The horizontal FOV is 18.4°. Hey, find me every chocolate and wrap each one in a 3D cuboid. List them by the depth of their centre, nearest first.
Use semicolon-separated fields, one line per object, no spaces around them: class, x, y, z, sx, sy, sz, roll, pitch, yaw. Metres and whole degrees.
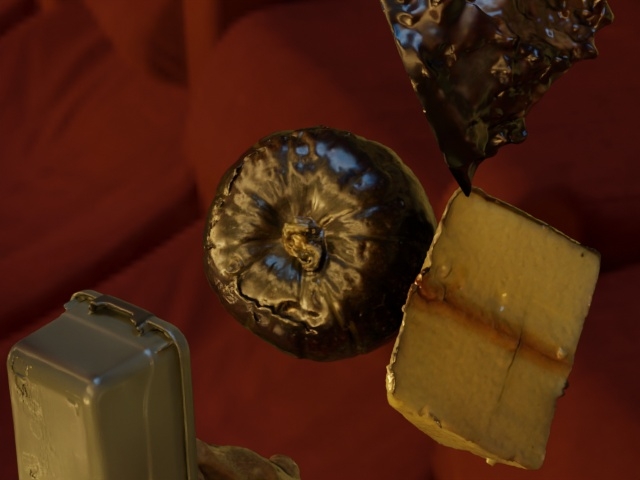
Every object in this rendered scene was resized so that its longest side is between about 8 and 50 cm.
chocolate;0.156;-0.184;1.685;0.206;0.177;0.224;47;-159;-70

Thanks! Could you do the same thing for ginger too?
ginger;-0.109;0.300;2.184;0.126;0.354;0.190;-11;55;47

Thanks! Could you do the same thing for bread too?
bread;0.161;0.082;1.892;0.135;0.178;0.240;15;80;26

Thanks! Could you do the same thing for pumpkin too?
pumpkin;0.001;0.000;1.940;0.159;0.238;0.238;57;-157;-84

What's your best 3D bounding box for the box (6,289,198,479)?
box;-0.163;0.135;1.445;0.124;0.093;0.172;20;123;38
